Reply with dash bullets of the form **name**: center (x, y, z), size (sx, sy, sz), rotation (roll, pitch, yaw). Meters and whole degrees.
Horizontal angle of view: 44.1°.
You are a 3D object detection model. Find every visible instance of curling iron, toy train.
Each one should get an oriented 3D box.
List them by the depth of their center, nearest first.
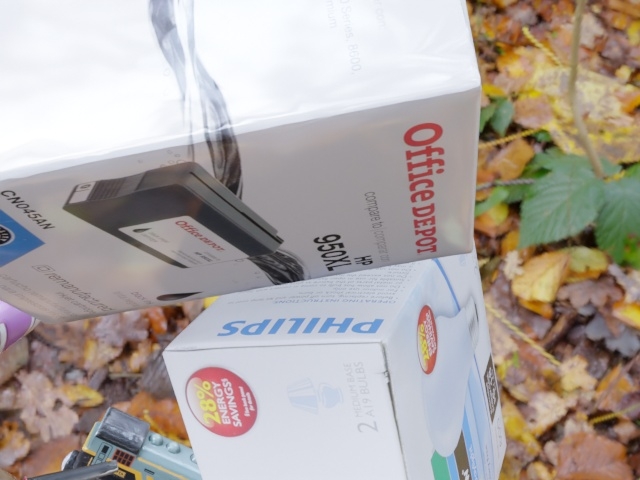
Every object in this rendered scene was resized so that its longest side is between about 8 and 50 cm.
- **curling iron**: center (-0.423, 0.338, 1.106), size (0.274, 0.035, 0.068), rotation (-4, 58, -20)
- **toy train**: center (-0.327, 0.462, 1.529), size (0.334, 0.190, 0.142), rotation (27, 17, -6)

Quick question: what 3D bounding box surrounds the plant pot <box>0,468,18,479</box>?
- **plant pot**: center (-0.358, 0.316, 0.691), size (0.238, 0.237, 0.109), rotation (-15, 47, -31)

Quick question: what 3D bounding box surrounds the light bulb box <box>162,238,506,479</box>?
- **light bulb box**: center (0.050, 0.186, 0.884), size (0.226, 0.357, 0.361), rotation (-5, 20, 23)

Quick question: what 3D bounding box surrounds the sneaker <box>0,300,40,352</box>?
- **sneaker**: center (-0.466, 0.154, 0.943), size (0.102, 0.282, 0.161), rotation (45, 31, -7)

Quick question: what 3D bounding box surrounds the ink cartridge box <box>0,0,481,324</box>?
- **ink cartridge box**: center (-0.087, -0.074, 0.599), size (0.395, 0.285, 0.166), rotation (-10, 69, 6)
